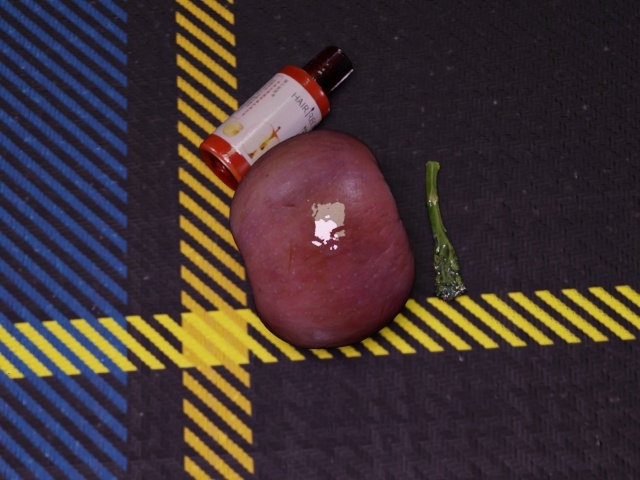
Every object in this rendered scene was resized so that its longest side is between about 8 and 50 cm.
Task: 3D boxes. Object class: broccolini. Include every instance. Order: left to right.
[{"bbox_3d":[0.188,-0.017,1.522,0.054,0.051,0.239,-6,63,3],"label":"broccolini"}]

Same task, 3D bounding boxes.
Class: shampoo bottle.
[{"bbox_3d":[-0.060,-0.202,1.549,0.104,0.104,0.278,41,74,13],"label":"shampoo bottle"}]

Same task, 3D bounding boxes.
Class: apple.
[{"bbox_3d":[0.000,0.000,1.388,0.235,0.305,0.305,-18,71,2],"label":"apple"}]
